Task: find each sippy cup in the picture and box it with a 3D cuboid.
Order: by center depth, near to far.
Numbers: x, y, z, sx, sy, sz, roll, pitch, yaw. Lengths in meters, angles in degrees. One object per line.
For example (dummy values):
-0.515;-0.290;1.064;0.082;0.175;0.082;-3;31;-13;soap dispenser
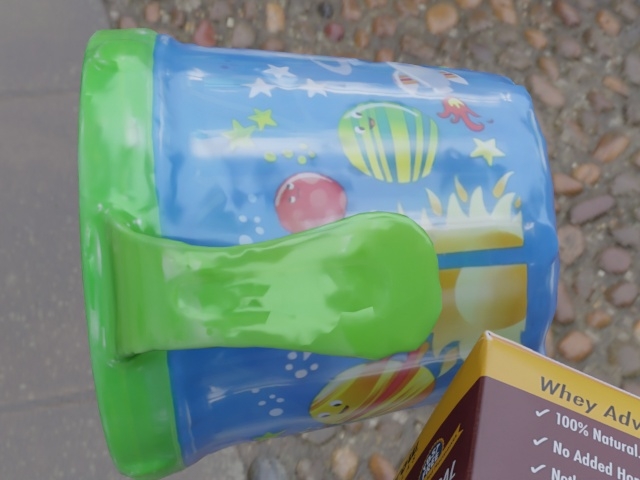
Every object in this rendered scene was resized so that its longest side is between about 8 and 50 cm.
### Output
0.000;0.000;0.628;0.224;0.240;0.305;-4;42;-3;sippy cup

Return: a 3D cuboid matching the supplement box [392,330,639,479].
0.095;0.162;0.325;0.191;0.129;0.194;23;36;-2;supplement box
